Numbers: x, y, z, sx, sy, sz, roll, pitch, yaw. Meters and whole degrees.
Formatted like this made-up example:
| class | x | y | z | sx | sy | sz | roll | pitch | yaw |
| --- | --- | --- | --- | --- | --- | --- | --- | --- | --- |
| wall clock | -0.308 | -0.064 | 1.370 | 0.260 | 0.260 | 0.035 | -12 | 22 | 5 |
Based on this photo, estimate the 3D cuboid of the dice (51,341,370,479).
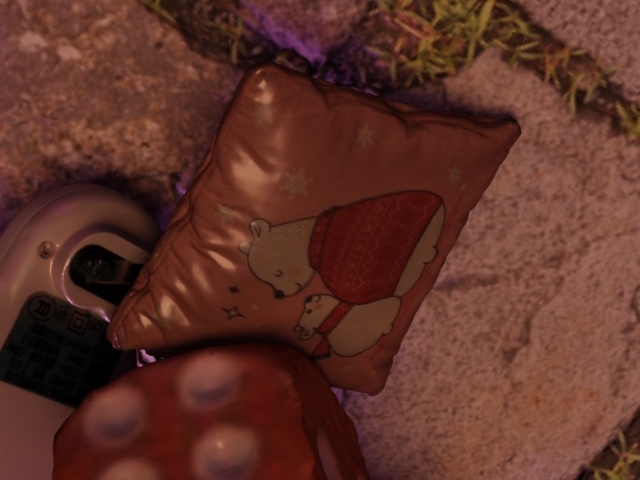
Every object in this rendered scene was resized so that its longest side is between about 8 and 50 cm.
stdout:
| class | x | y | z | sx | sy | sz | roll | pitch | yaw |
| --- | --- | --- | --- | --- | --- | --- | --- | --- | --- |
| dice | -0.057 | 0.177 | 0.943 | 0.174 | 0.175 | 0.179 | -17 | 142 | 7 |

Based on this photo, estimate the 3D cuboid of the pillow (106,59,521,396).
| class | x | y | z | sx | sy | sz | roll | pitch | yaw |
| --- | --- | --- | --- | --- | --- | --- | --- | --- | --- |
| pillow | 0.000 | 0.000 | 0.957 | 0.223 | 0.084 | 0.236 | 8 | 124 | -35 |

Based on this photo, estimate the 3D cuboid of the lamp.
| class | x | y | z | sx | sy | sz | roll | pitch | yaw |
| --- | --- | --- | --- | --- | --- | --- | --- | --- | --- |
| lamp | -0.200 | 0.068 | 0.991 | 0.179 | 0.108 | 0.246 | 31 | 94 | -47 |
